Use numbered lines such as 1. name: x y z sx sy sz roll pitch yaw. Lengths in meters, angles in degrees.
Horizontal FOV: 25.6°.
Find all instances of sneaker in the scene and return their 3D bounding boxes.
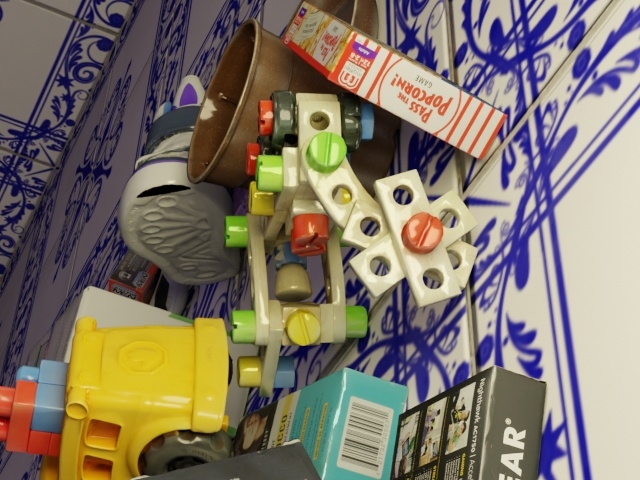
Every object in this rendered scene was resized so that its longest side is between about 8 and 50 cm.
1. sneaker: -0.165 -0.100 1.634 0.323 0.130 0.236 71 -169 -70

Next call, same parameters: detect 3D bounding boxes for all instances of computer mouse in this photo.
1. computer mouse: -0.189 0.047 1.893 0.106 0.042 0.193 -56 -13 -76

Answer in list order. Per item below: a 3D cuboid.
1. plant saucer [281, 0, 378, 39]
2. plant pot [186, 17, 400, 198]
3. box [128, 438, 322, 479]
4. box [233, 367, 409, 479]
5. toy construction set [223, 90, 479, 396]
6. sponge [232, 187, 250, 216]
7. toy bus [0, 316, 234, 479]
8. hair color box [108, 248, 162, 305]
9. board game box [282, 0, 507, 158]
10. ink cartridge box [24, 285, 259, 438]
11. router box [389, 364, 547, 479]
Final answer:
1. plant saucer: -0.009 -0.168 1.584 0.310 0.050 0.310 -55 23 38
2. plant pot: -0.022 -0.106 1.361 0.167 0.165 0.167 -56 22 37
3. box: -0.058 0.244 1.015 0.158 0.156 0.093 59 136 27
4. box: -0.012 0.183 1.192 0.244 0.060 0.100 -35 38 61
5. toy construction set: 0.000 0.000 1.174 0.328 0.151 0.215 147 125 -62
6. sponge: -0.060 -0.120 1.555 0.210 0.031 0.117 -93 28 -52
7. toy bus: -0.187 0.177 1.243 0.149 0.211 0.220 -98 17 -51
8. hair color box: -0.250 0.078 1.930 0.167 0.053 0.093 102 -168 -51
9. board game box: 0.057 -0.138 1.184 0.045 0.147 0.193 -61 18 9
10. ink cartridge box: -0.219 0.170 1.592 0.278 0.201 0.117 -39 35 59
11. router box: 0.087 0.185 0.917 0.133 0.046 0.179 -40 35 57
